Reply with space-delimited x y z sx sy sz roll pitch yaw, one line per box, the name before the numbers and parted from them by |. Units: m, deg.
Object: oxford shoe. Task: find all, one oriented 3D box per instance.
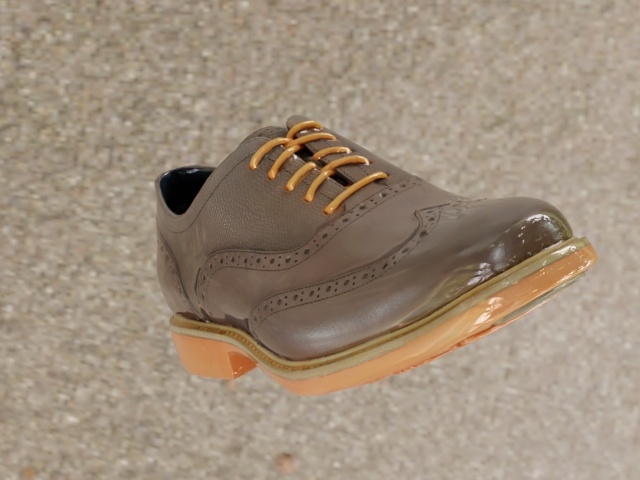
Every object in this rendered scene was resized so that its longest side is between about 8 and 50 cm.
oxford shoe | 0.000 0.000 0.846 0.130 0.364 0.132 -25 99 -33
